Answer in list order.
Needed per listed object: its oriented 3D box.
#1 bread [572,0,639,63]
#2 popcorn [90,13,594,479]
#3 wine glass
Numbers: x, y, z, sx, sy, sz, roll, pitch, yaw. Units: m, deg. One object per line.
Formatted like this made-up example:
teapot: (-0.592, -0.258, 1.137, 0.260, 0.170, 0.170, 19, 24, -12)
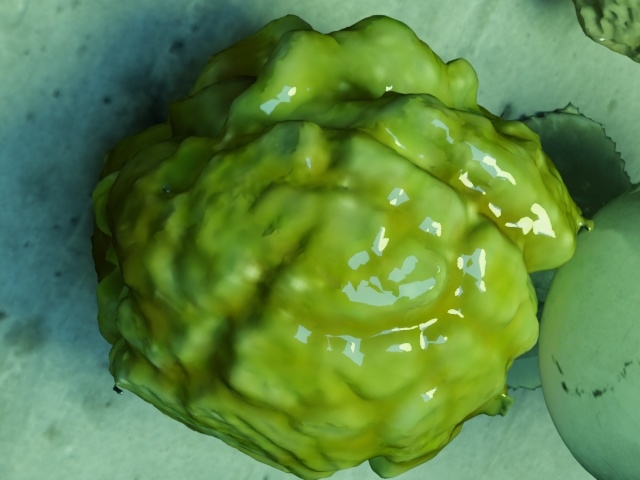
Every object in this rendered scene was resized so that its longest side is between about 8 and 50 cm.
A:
bread: (0.234, -0.282, 0.898, 0.192, 0.171, 0.314, -38, 143, -35)
popcorn: (0.008, 0.004, 0.829, 0.247, 0.282, 0.282, 35, 90, -19)
wine glass: (0.221, 0.052, 0.936, 0.238, 0.323, 0.238, -9, 113, -22)
